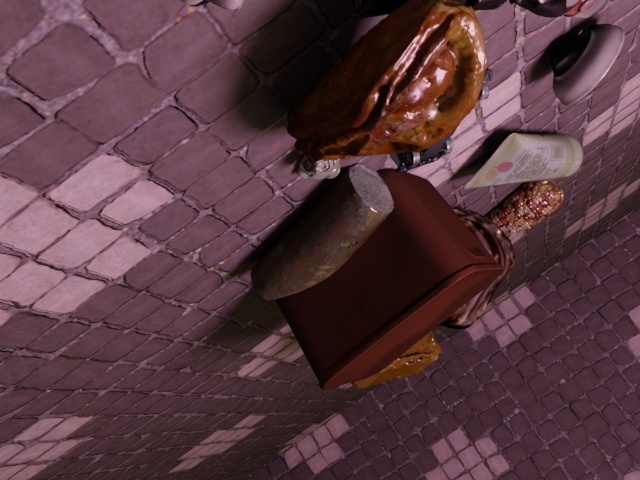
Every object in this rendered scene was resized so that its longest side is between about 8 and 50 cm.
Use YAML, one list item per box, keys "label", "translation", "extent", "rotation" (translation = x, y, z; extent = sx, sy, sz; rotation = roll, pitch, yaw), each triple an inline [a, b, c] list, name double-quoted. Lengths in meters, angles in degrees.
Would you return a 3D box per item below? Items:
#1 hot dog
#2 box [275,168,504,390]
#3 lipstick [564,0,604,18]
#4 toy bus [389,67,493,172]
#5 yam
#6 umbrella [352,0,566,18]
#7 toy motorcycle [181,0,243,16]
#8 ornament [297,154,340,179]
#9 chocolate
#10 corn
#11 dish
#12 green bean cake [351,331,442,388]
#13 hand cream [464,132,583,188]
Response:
- label: "hot dog"
  translation: [0.072, -0.150, 0.763]
  extent: [0.175, 0.114, 0.259]
  rotation: [-10, 172, -29]
- label: "box"
  translation: [0.105, 0.065, 1.252]
  extent: [0.339, 0.229, 0.239]
  rotation: [-42, 158, 22]
- label: "lipstick"
  translation: [0.299, -0.323, 0.916]
  extent: [0.186, 0.057, 0.063]
  rotation: [-12, 151, -40]
- label: "toy bus"
  translation: [0.151, -0.180, 0.963]
  extent: [0.087, 0.089, 0.194]
  rotation: [-21, 157, -29]
- label: "yam"
  translation: [0.000, 0.000, 1.124]
  extent: [0.259, 0.106, 0.106]
  rotation: [-46, 157, 26]
- label: "umbrella"
  translation: [0.179, -0.281, 0.757]
  extent: [0.340, 0.118, 0.118]
  rotation: [-21, 156, -28]
- label: "toy motorcycle"
  translation: [-0.040, -0.249, 0.514]
  extent: [0.221, 0.102, 0.150]
  rotation: [-39, 180, 22]
- label: "ornament"
  translation: [-0.002, -0.106, 0.976]
  extent: [0.092, 0.041, 0.068]
  rotation: [-26, 166, -48]
- label: "chocolate"
  translation: [0.287, 0.040, 1.511]
  extent: [0.340, 0.225, 0.210]
  rotation: [-2, 131, -56]
- label: "corn"
  translation: [0.461, -0.047, 1.740]
  extent: [0.290, 0.098, 0.098]
  rotation: [-43, 158, 25]
- label: "dish"
  translation: [0.399, -0.294, 1.125]
  extent: [0.141, 0.078, 0.141]
  rotation: [-57, -171, 14]
- label: "green bean cake"
  translation: [0.129, 0.202, 1.583]
  extent: [0.229, 0.224, 0.131]
  rotation: [-3, 144, -37]
- label: "hand cream"
  translation: [0.416, -0.161, 1.416]
  extent: [0.305, 0.093, 0.147]
  rotation: [-11, 148, -44]
